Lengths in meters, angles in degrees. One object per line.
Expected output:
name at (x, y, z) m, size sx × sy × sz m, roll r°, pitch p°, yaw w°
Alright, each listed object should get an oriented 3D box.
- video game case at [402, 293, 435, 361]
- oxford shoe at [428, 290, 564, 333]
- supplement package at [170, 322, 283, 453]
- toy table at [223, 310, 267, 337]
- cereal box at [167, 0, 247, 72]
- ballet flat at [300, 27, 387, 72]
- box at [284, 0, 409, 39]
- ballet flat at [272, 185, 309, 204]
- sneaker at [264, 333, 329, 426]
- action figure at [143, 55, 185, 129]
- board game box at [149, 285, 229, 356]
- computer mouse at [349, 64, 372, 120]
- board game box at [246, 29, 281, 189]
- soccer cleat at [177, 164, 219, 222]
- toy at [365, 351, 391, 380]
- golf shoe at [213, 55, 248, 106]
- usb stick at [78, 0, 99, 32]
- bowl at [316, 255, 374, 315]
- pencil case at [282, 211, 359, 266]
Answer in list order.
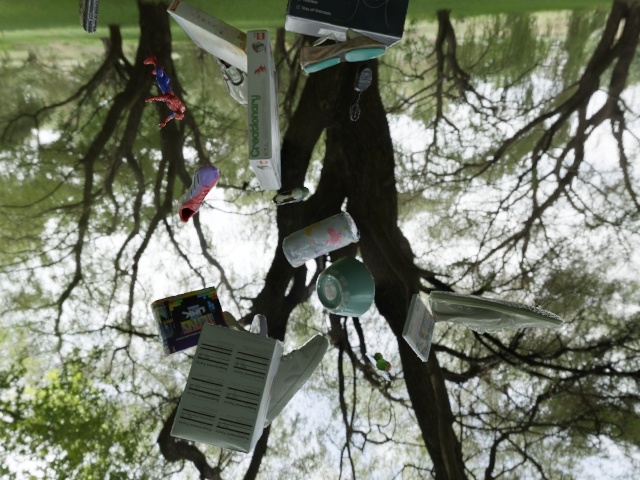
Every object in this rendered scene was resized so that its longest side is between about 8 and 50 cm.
video game case at (0.398, 0.347, 1.659) m, size 0.023 × 0.183 × 0.201 m, roll -13°, pitch -143°, yaw 39°
oxford shoe at (0.611, 0.273, 1.485) m, size 0.449 × 0.130 × 0.169 m, roll 6°, pitch 179°, yaw 22°
supplement package at (-0.173, 0.288, 0.840) m, size 0.149 × 0.203 × 0.194 m, roll 13°, pitch 166°, yaw 2°
toy table at (-0.295, 0.389, 1.516) m, size 0.161 × 0.252 × 0.274 m, roll 14°, pitch -143°, yaw -19°
cereal box at (-0.258, -0.520, 1.085) m, size 0.240 × 0.047 × 0.173 m, roll 32°, pitch -178°, yaw 10°
ballet flat at (0.076, -0.691, 1.481) m, size 0.316 × 0.106 × 0.107 m, roll -11°, pitch -178°, yaw 3°
box at (0.121, -1.088, 1.688) m, size 0.480 × 0.471 × 0.297 m, roll 7°, pitch -164°, yaw -9°
ballet flat at (-0.144, -0.212, 1.994) m, size 0.188 × 0.070 × 0.070 m, roll -19°, pitch -156°, yaw 8°
sneaker at (-0.117, 0.338, 1.144) m, size 0.292 × 0.169 × 0.108 m, roll -47°, pitch -178°, yaw -21°
action figure at (-0.597, -0.533, 1.531) m, size 0.139 × 0.091 × 0.280 m, roll -34°, pitch -109°, yaw 1°
board game box at (-0.336, 0.206, 1.079) m, size 0.170 × 0.141 × 0.048 m, roll -12°, pitch 165°, yaw -44°
computer mouse at (0.167, -0.647, 1.820) m, size 0.071 × 0.242 × 0.041 m, roll -7°, pitch -143°, yaw -33°
board game box at (-0.130, -0.293, 0.968) m, size 0.053 × 0.305 × 0.193 m, roll -3°, pitch 168°, yaw 0°
soccer cleat at (-0.398, -0.151, 1.354) m, size 0.083 × 0.248 × 0.095 m, roll 14°, pitch -126°, yaw -38°
toy at (0.244, 0.491, 1.655) m, size 0.056 × 0.237 × 0.137 m, roll -38°, pitch -105°, yaw -5°
golf shoe at (-0.348, -0.655, 1.625) m, size 0.105 × 0.272 × 0.120 m, roll -28°, pitch -165°, yaw 4°
usb stick at (-0.736, -0.769, 1.320) m, size 0.045 × 0.077 × 0.278 m, roll -25°, pitch -177°, yaw -33°
bowl at (0.098, 0.242, 2.060) m, size 0.312 × 0.311 × 0.163 m, roll 21°, pitch -161°, yaw 40°
pencil case at (0.000, 0.000, 1.472) m, size 0.273 × 0.124 × 0.113 m, roll -25°, pitch -154°, yaw 19°
